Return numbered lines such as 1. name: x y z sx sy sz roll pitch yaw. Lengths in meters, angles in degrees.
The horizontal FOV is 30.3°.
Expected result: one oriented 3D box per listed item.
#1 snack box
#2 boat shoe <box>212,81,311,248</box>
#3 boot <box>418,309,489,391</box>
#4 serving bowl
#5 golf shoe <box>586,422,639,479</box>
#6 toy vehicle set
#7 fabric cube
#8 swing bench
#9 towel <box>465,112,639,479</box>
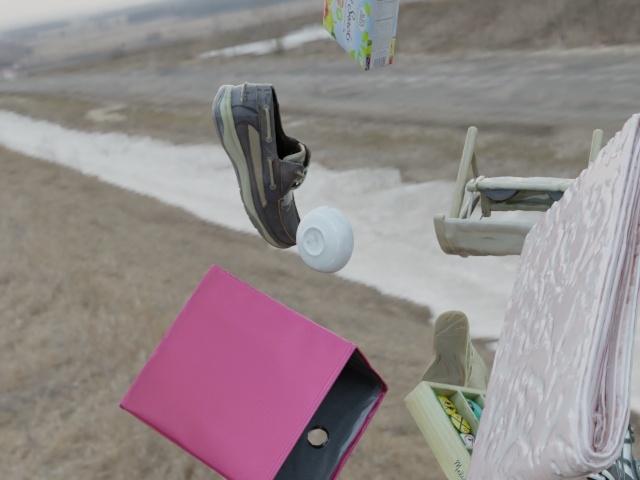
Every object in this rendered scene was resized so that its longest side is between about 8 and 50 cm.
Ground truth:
1. snack box: 0.076 -0.454 2.221 0.070 0.207 0.174 -19 48 -22
2. boat shoe: -0.086 -0.133 2.184 0.130 0.355 0.132 -11 37 15
3. boot: 0.268 0.299 2.347 0.095 0.203 0.262 -3 53 21
4. serving bowl: 0.000 0.000 1.440 0.083 0.083 0.027 1 5 40
5. golf shoe: 0.436 0.320 1.804 0.093 0.198 0.077 -19 -20 -9
6. toy vehicle set: 0.212 0.278 1.309 0.166 0.267 0.035 14 -53 -48
7. fabric cube: -0.089 0.235 1.751 0.258 0.254 0.259 27 -12 23
8. swing bench: 0.364 -0.060 2.103 0.253 0.165 0.255 5 49 23
9. towel: 0.227 0.086 1.102 0.053 0.317 0.332 18 -21 -1
